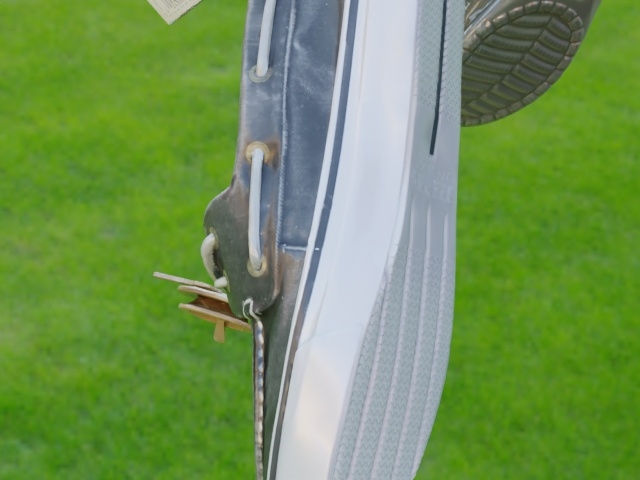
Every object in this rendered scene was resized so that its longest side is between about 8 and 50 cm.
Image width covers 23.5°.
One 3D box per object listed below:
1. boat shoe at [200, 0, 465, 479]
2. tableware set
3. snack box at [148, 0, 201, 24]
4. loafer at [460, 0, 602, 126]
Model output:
[{"bbox_3d":[0.000,0.000,0.794,0.119,0.335,0.121,3,-12,25],"label":"boat shoe"},{"bbox_3d":[-0.053,0.077,1.363,0.194,0.039,0.128,10,-12,43],"label":"tableware set"},{"bbox_3d":[-0.046,-0.273,0.874,0.322,0.187,0.060,-28,20,44],"label":"snack box"},{"bbox_3d":[0.145,-0.183,1.063,0.094,0.251,0.087,16,35,-35],"label":"loafer"}]
